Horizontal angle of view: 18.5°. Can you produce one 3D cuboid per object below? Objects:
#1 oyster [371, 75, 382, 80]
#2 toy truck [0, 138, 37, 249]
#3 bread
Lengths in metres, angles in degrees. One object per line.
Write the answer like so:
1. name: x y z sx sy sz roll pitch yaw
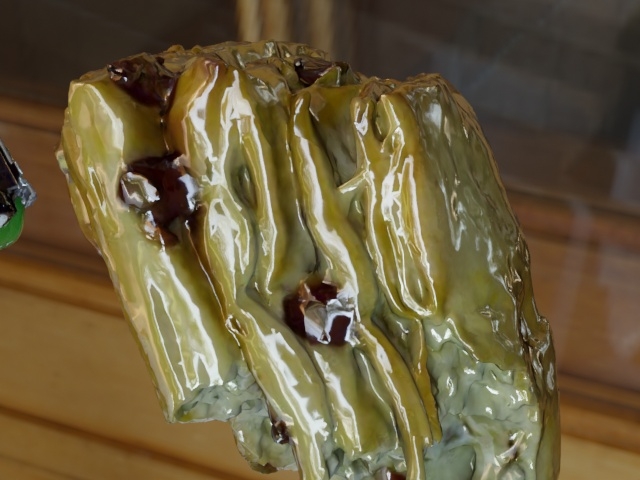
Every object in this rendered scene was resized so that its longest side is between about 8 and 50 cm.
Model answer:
1. oyster: 0.005 -0.014 1.321 0.161 0.107 0.232 112 -3 -58
2. toy truck: -0.284 -0.010 1.166 0.243 0.101 0.125 -22 166 -33
3. bread: 0.028 0.041 1.083 0.370 0.192 0.314 64 12 -4
